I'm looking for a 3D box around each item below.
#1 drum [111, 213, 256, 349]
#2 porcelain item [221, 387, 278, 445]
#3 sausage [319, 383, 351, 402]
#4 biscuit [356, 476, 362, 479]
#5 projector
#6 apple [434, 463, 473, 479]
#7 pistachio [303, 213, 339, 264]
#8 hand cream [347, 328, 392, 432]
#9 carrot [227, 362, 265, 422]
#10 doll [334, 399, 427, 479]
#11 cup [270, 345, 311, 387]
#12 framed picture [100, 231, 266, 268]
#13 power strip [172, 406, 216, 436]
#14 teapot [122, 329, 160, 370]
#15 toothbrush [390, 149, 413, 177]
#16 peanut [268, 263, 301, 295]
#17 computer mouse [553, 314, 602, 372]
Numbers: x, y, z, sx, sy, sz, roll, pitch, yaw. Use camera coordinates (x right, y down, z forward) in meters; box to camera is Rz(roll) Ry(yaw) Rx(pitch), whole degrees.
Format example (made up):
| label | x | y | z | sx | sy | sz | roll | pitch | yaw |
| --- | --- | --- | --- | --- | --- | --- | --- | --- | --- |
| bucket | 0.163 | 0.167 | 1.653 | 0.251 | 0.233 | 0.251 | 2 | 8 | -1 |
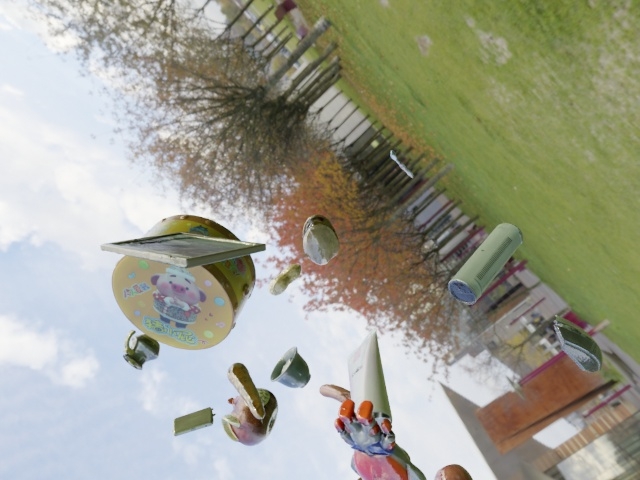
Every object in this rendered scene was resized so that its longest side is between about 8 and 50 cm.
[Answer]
| label | x | y | z | sx | sy | sz | roll | pitch | yaw |
| --- | --- | --- | --- | --- | --- | --- | --- | --- | --- |
| drum | -0.442 | 0.140 | 1.394 | 0.431 | 0.431 | 0.214 | 43 | -150 | -16 |
| porcelain item | -0.308 | 0.741 | 1.819 | 0.253 | 0.253 | 0.253 | 44 | -166 | -14 |
| sausage | 0.120 | 0.784 | 2.114 | 0.079 | 0.087 | 0.326 | -13 | -168 | -41 |
| biscuit | 0.114 | 0.964 | 1.404 | 0.107 | 0.326 | 0.325 | 16 | -179 | 24 |
| projector | 0.573 | 0.074 | 1.460 | 0.108 | 0.337 | 0.108 | 36 | 150 | 24 |
| apple | 0.522 | 0.951 | 1.666 | 0.153 | 0.153 | 0.120 | 32 | -146 | -47 |
| pistachio | 0.000 | 0.000 | 1.533 | 0.206 | 0.131 | 0.130 | 79 | 177 | -46 |
| hand cream | 0.155 | 0.472 | 1.427 | 0.118 | 0.186 | 0.359 | 26 | -154 | -17 |
| carrot | -0.241 | 0.518 | 1.428 | 0.078 | 0.078 | 0.298 | 37 | 179 | -36 |
| doll | 0.078 | 0.291 | 0.569 | 0.062 | 0.104 | 0.195 | -78 | -34 | -62 |
| cup | -0.126 | 0.638 | 2.050 | 0.150 | 0.199 | 0.199 | 42 | -166 | -9 |
| framed picture | -0.343 | 0.016 | 1.061 | 0.334 | 0.022 | 0.247 | 7 | -169 | 34 |
| power strip | -0.489 | 0.706 | 1.654 | 0.076 | 0.168 | 0.028 | -116 | 15 | -55 |
| teapot | -0.716 | 0.429 | 1.674 | 0.119 | 0.130 | 0.166 | -55 | -44 | -38 |
| toothbrush | 0.237 | -0.215 | 1.218 | 0.193 | 0.013 | 0.019 | 24 | -121 | -58 |
| peanut | -0.158 | 0.173 | 1.914 | 0.082 | 0.187 | 0.082 | 39 | 157 | 21 |
| computer mouse | 0.823 | 0.324 | 1.343 | 0.231 | 0.071 | 0.126 | 43 | -144 | -12 |
